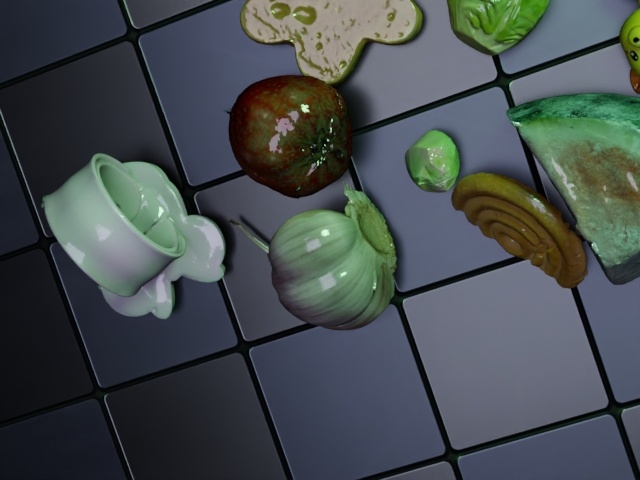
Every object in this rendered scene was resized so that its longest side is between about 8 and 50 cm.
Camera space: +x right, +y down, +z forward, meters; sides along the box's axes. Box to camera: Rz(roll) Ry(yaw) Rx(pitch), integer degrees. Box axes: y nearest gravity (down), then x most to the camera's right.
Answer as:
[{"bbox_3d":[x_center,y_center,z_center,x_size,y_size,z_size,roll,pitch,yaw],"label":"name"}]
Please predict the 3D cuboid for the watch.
[{"bbox_3d":[-0.286,0.003,1.954,0.211,0.217,0.248,-37,88,14],"label":"watch"}]

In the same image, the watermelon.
[{"bbox_3d":[0.416,-0.060,1.814,0.387,0.228,0.258,18,110,15],"label":"watermelon"}]

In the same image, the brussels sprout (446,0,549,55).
[{"bbox_3d":[0.240,-0.336,1.849,0.155,0.117,0.155,0,90,5],"label":"brussels sprout"}]

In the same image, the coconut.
[{"bbox_3d":[0.160,-0.107,1.916,0.082,0.081,0.083,40,148,4],"label":"coconut"}]

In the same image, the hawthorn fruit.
[{"bbox_3d":[-0.059,-0.163,1.915,0.235,0.181,0.181,32,106,43],"label":"hawthorn fruit"}]

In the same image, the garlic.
[{"bbox_3d":[0.000,0.000,1.945,0.256,0.207,0.207,42,106,36],"label":"garlic"}]

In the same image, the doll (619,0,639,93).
[{"bbox_3d":[0.459,-0.290,1.816,0.143,0.135,0.221,-12,102,45],"label":"doll"}]

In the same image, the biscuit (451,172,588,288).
[{"bbox_3d":[0.283,-0.021,1.877,0.224,0.144,0.033,37,65,8],"label":"biscuit"}]

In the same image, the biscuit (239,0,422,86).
[{"bbox_3d":[0.043,-0.399,1.916,0.275,0.052,0.355,33,101,5],"label":"biscuit"}]
